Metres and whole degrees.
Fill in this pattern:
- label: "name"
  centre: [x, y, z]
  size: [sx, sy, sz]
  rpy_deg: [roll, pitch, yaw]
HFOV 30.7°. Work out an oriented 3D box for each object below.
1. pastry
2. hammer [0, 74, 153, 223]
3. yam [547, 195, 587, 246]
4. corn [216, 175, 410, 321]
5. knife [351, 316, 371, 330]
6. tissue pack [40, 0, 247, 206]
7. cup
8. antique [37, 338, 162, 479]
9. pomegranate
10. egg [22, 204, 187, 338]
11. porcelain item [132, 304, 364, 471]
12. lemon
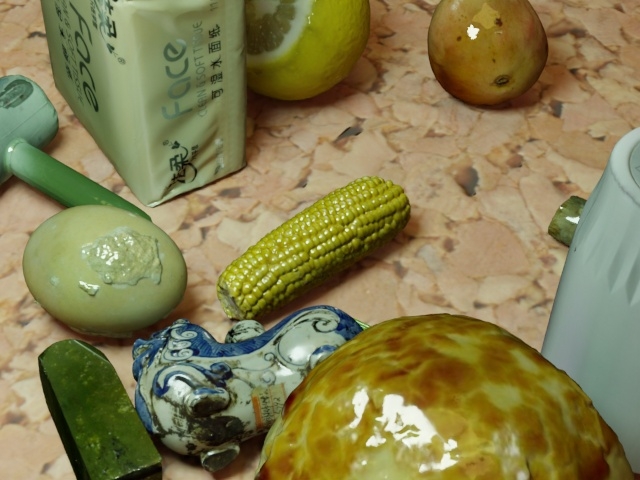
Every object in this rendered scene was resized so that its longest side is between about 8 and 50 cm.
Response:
- label: "pastry"
  centre: [0.123, 0.238, 1.145]
  size: [0.389, 0.312, 0.388]
  rpy_deg: [8, 36, -6]
- label: "hammer"
  centre: [-0.363, -0.084, 1.567]
  size: [0.336, 0.119, 0.206]
  rpy_deg: [31, 52, 13]
- label: "yam"
  centre: [0.481, 0.042, 1.542]
  size: [0.372, 0.083, 0.083]
  rpy_deg: [25, 50, 18]
- label: "corn"
  centre: [0.000, 0.000, 1.518]
  size: [0.310, 0.101, 0.101]
  rpy_deg: [-29, 56, -28]
- label: "knife"
  centre: [0.091, 0.131, 1.459]
  size: [0.184, 0.026, 0.022]
  rpy_deg: [25, 11, 20]
- label: "tissue pack"
  centre: [-0.247, -0.305, 1.573]
  size: [0.205, 0.404, 0.331]
  rpy_deg: [-26, 55, -22]
- label: "cup"
  centre: [0.393, 0.066, 1.324]
  size: [0.254, 0.371, 0.253]
  rpy_deg: [1, 40, -1]
- label: "antique"
  centre: [-0.252, 0.204, 1.313]
  size: [0.080, 0.081, 0.221]
  rpy_deg: [-15, 47, -23]
- label: "pomegranate"
  centre: [0.250, -0.301, 1.759]
  size: [0.191, 0.191, 0.191]
  rpy_deg: [3, 47, -3]
- label: "egg"
  centre: [-0.262, 0.034, 1.425]
  size: [0.202, 0.164, 0.164]
  rpy_deg: [12, 48, 4]
- label: "porcelain item"
  centre: [-0.077, 0.155, 1.364]
  size: [0.288, 0.138, 0.186]
  rpy_deg: [-14, 33, -12]
- label: "lemon"
  centre: [-0.036, -0.327, 1.736]
  size: [0.240, 0.240, 0.219]
  rpy_deg: [38, 16, 26]
